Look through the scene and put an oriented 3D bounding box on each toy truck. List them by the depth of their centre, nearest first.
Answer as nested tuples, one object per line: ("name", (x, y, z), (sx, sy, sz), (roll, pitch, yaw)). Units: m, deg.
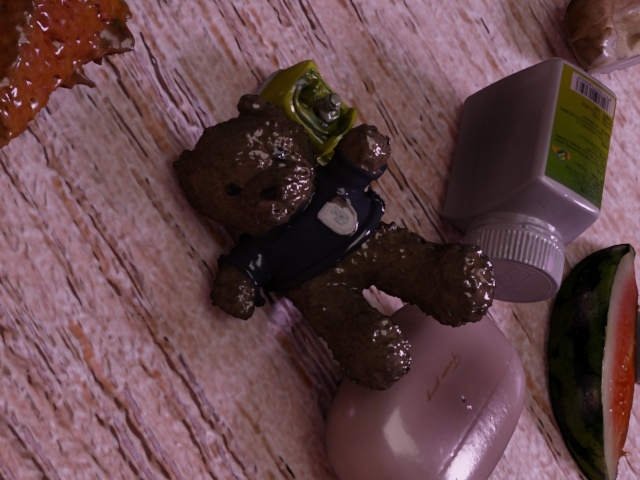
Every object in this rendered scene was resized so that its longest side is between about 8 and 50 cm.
("toy truck", (0.002, -0.093, 1.293), (0.111, 0.077, 0.076), (46, 53, -17))

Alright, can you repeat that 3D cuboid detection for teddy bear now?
("teddy bear", (-0.001, 0.005, 1.230), (0.182, 0.129, 0.251), (-44, 89, -10))

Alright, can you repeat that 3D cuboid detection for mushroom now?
("mushroom", (0.305, -0.215, 1.577), (0.209, 0.072, 0.094), (-21, 91, -44))

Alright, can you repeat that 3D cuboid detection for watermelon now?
("watermelon", (0.262, 0.102, 1.455), (0.119, 0.063, 0.245), (33, 56, -42))

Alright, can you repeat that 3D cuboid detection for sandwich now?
("sandwich", (-0.220, -0.198, 1.099), (0.250, 0.162, 0.301), (23, 59, -26))

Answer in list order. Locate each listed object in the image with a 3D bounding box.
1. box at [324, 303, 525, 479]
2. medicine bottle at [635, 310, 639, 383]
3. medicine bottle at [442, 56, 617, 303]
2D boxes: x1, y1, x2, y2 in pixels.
("box", (0.086, 0.136, 1.277), (0.146, 0.088, 0.200), (49, 53, -14))
("medicine bottle", (0.352, 0.093, 1.483), (0.055, 0.118, 0.074), (19, 63, -32))
("medicine bottle", (0.177, -0.048, 1.381), (0.088, 0.132, 0.188), (29, 61, -29))
